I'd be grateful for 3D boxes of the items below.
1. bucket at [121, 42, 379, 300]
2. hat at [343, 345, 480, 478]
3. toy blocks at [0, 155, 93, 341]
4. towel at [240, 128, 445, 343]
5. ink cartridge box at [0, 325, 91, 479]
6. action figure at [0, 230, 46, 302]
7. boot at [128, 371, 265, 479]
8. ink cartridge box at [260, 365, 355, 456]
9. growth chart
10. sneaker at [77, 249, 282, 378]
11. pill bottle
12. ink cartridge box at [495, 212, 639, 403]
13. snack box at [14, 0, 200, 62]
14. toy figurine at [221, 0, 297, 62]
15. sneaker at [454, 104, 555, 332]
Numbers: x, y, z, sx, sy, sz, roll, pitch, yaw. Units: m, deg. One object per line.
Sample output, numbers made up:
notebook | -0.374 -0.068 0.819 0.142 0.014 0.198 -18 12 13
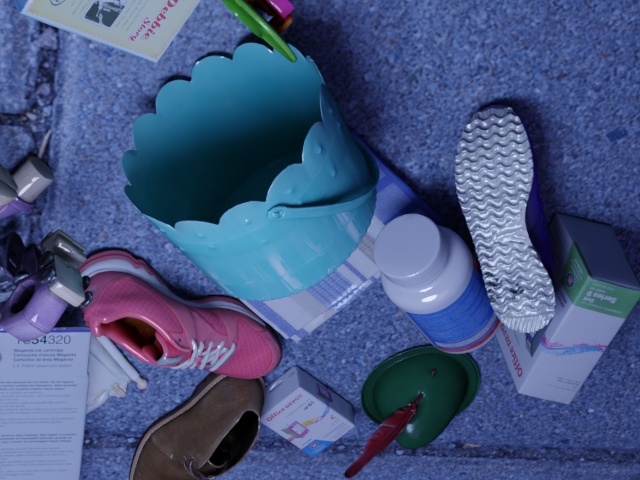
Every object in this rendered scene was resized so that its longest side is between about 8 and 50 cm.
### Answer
bucket | -0.075 -0.077 1.517 0.281 0.281 0.183 -27 134 10
hat | 0.149 0.278 1.858 0.209 0.183 0.173 -27 126 11
toy blocks | -0.475 0.000 1.496 0.260 0.288 0.309 -42 124 13
towel | 0.000 0.000 1.727 0.285 0.034 0.209 -39 120 16
ink cartridge box | -0.478 0.242 1.713 0.324 0.071 0.330 2 115 -18
action figure | -0.501 0.072 1.660 0.285 0.099 0.185 -20 141 11
boot | -0.185 0.310 1.874 0.112 0.115 0.305 25 120 -27
ink cartridge box | -0.024 0.252 1.894 0.088 0.052 0.122 -40 121 19
growth chart | -0.380 0.204 1.792 0.237 0.021 0.172 -29 124 -4
sneaker | -0.191 0.135 1.730 0.314 0.136 0.116 26 119 -25
pill bottle | 0.153 0.055 1.697 0.124 0.124 0.221 -28 145 11
ink cartridge box | 0.335 0.095 1.772 0.093 0.154 0.212 13 123 -18
snack box | -0.174 -0.352 1.393 0.187 0.060 0.322 16 124 -42
toy figurine | -0.027 -0.303 1.451 0.159 0.173 0.130 -46 108 0
sneaker | 0.245 -0.034 1.696 0.102 0.146 0.293 -8 97 14
